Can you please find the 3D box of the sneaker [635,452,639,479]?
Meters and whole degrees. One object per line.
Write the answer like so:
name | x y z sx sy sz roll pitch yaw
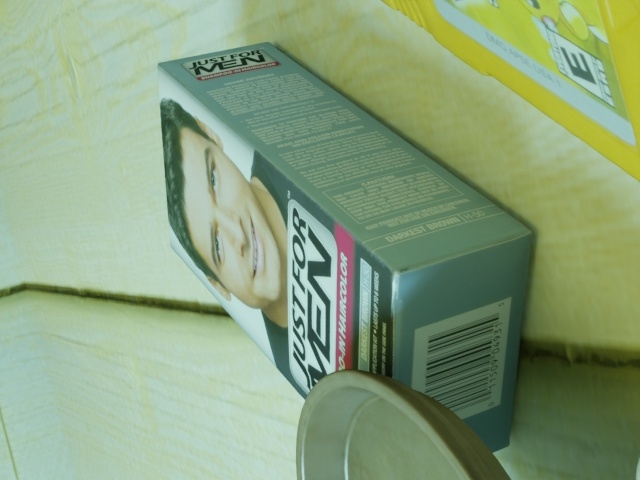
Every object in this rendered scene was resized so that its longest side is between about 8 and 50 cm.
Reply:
sneaker | 0.214 0.173 0.641 0.118 0.110 0.292 -97 1 -55

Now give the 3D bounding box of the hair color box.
hair color box | 0.000 0.000 0.940 0.374 0.114 0.185 43 141 49

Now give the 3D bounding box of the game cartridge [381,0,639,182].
game cartridge | 0.078 -0.181 0.614 0.324 0.053 0.285 44 168 46

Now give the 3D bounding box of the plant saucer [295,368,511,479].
plant saucer | 0.068 0.208 0.754 0.278 0.041 0.278 42 141 46
